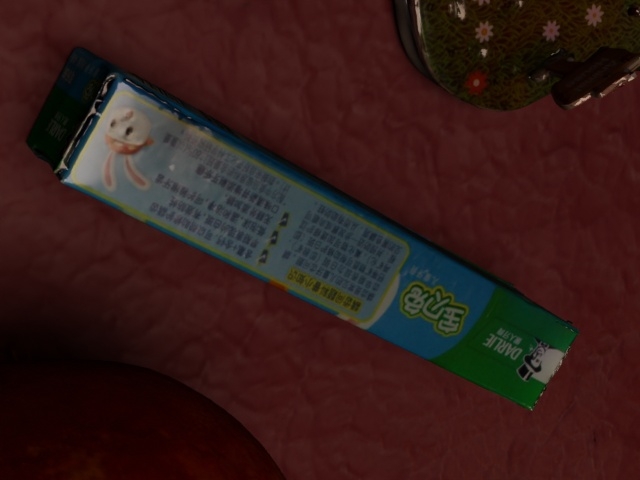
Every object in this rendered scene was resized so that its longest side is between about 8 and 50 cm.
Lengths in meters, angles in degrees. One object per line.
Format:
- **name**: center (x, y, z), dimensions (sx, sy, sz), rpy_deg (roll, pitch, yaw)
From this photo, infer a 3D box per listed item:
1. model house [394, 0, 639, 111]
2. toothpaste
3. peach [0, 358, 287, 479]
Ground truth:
- **model house**: center (0.194, -0.159, 0.595), dimensions (0.294, 0.154, 0.207), rpy_deg (-10, 109, -24)
- **toothpaste**: center (0.000, 0.000, 0.600), dimensions (0.266, 0.065, 0.050), rpy_deg (28, 93, -31)
- **peach**: center (-0.110, 0.158, 0.498), dimensions (0.199, 0.243, 0.243), rpy_deg (26, 94, -3)
